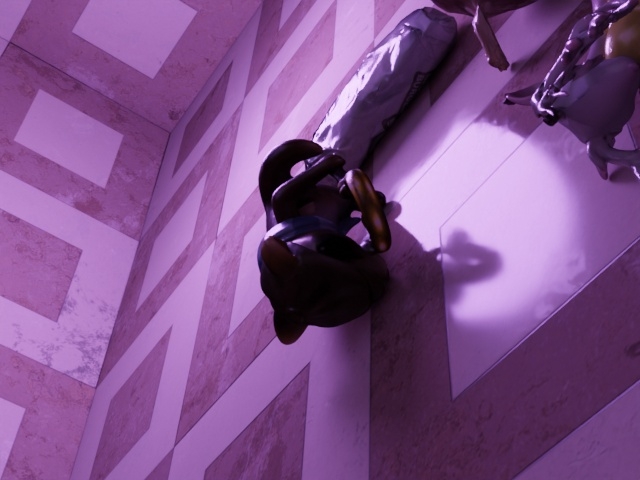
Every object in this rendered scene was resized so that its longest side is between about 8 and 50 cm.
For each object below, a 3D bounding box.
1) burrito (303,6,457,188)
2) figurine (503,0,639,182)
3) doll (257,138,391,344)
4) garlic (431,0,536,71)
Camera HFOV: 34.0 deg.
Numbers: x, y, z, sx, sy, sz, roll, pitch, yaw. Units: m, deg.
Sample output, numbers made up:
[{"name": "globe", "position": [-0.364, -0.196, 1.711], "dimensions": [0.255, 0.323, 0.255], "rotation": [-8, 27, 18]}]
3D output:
[{"name": "burrito", "position": [0.084, -0.235, 1.865], "dimensions": [0.445, 0.101, 0.139], "rotation": [-52, 35, 25]}, {"name": "figurine", "position": [0.316, -0.205, 1.085], "dimensions": [0.284, 0.207, 0.315], "rotation": [140, 150, -71]}, {"name": "doll", "position": [0.005, 0.000, 1.636], "dimensions": [0.339, 0.209, 0.317], "rotation": [-93, 4, -61]}, {"name": "garlic", "position": [0.242, -0.373, 1.541], "dimensions": [0.245, 0.245, 0.253], "rotation": [175, 91, -68]}]
